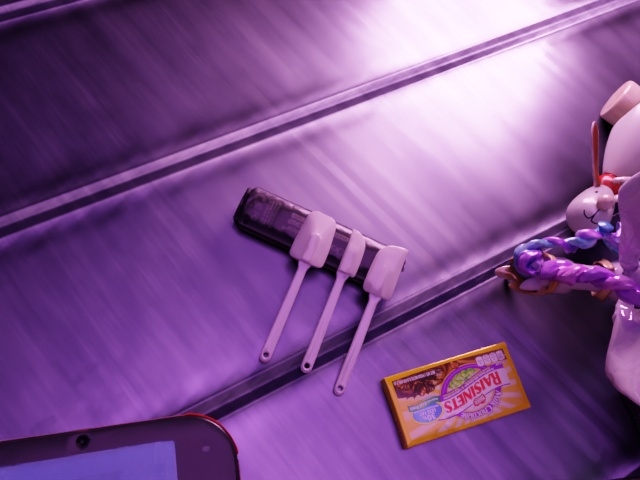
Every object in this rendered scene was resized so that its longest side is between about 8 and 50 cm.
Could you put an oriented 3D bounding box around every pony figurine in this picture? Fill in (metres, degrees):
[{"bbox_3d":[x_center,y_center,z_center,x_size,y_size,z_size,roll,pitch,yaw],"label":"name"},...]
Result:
[{"bbox_3d":[0.474,0.067,0.909,0.363,0.351,0.303,6,88,-9],"label":"pony figurine"}]

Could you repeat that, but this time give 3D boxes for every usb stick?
[{"bbox_3d":[0.000,0.000,1.007,0.277,0.045,0.077,25,75,1],"label":"usb stick"}]

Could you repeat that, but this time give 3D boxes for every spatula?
[{"bbox_3d":[0.013,0.091,0.960,0.168,0.019,0.242,24,79,-4],"label":"spatula"}]

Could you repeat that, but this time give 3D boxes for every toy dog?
[{"bbox_3d":[0.554,-0.155,1.108,0.220,0.161,0.334,18,65,-2],"label":"toy dog"}]

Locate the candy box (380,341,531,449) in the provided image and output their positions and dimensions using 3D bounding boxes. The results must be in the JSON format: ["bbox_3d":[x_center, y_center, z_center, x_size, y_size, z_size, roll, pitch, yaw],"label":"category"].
[{"bbox_3d":[0.202,0.228,0.955,0.205,0.027,0.105,-14,73,-15],"label":"candy box"}]

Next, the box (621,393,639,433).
[{"bbox_3d":[0.547,0.267,0.927,0.093,0.156,0.158,-14,70,-15],"label":"box"}]

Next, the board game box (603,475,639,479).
[{"bbox_3d":[0.343,0.344,0.811,0.164,0.243,0.042,-13,69,-16],"label":"board game box"}]

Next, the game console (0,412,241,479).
[{"bbox_3d":[-0.280,0.404,0.777,0.386,0.060,0.342,-5,68,-12],"label":"game console"}]
